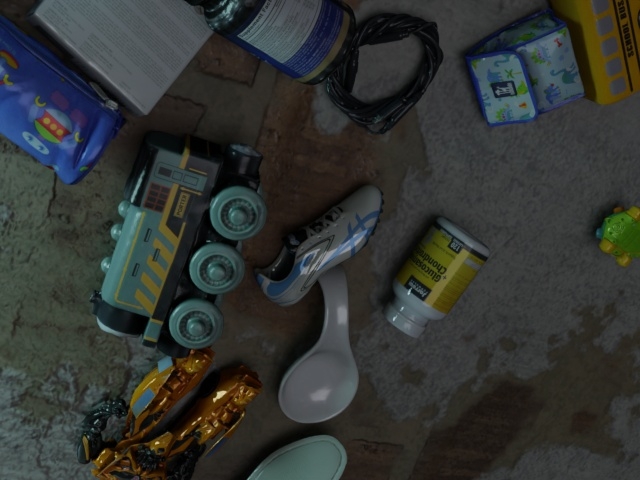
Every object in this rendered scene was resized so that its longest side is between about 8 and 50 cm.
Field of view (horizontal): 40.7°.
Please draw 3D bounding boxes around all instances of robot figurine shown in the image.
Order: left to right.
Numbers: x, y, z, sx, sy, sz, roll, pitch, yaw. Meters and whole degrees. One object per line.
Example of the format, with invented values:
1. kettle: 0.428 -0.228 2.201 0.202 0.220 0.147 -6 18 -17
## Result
1. robot figurine: -0.238 0.288 1.341 0.211 0.085 0.291 39 96 -28

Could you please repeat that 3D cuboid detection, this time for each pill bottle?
1. pill bottle: -0.070 -0.300 1.107 0.219 0.123 0.122 26 102 -32
2. pill bottle: 0.180 0.062 1.378 0.103 0.103 0.184 29 100 -28

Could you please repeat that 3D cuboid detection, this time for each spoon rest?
1. spoon rest: 0.003 0.178 1.379 0.137 0.084 0.276 -2 113 -18

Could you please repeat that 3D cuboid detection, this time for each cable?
1. cable: 0.095 -0.254 1.247 0.184 0.047 0.150 -46 114 7

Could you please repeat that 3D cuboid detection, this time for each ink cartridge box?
1. ink cartridge box: -0.230 -0.306 1.112 0.189 0.066 0.232 43 72 -30

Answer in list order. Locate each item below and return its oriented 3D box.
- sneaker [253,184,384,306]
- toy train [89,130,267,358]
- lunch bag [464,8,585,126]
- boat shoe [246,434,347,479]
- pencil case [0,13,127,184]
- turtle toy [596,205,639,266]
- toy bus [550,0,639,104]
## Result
1. sneaker: 0.000 0.000 1.298 0.237 0.085 0.086 -45 124 2
2. toy train: -0.199 0.005 1.210 0.190 0.142 0.333 19 108 -13
3. lunch bag: 0.303 -0.253 1.293 0.151 0.096 0.128 -22 122 7
4. boat shoe: -0.084 0.435 1.462 0.303 0.091 0.114 -33 76 -2
5. pencil case: -0.378 -0.201 1.054 0.133 0.119 0.306 -37 121 20
6. turtle toy: 0.530 -0.007 1.492 0.130 0.066 0.095 34 100 -29
7. toy bus: 0.409 -0.378 1.262 0.130 0.108 0.332 -28 120 -4
